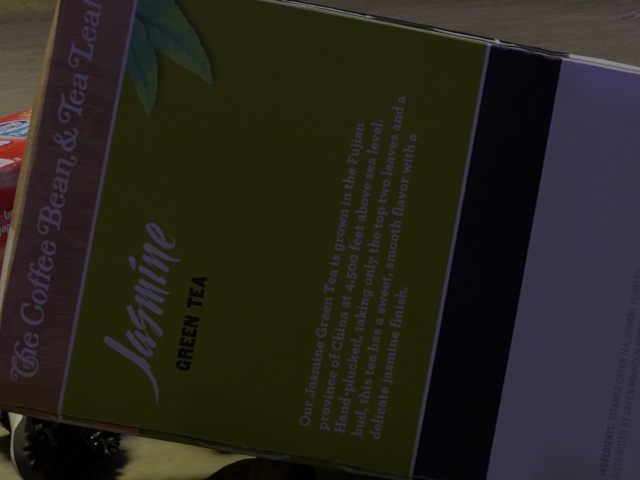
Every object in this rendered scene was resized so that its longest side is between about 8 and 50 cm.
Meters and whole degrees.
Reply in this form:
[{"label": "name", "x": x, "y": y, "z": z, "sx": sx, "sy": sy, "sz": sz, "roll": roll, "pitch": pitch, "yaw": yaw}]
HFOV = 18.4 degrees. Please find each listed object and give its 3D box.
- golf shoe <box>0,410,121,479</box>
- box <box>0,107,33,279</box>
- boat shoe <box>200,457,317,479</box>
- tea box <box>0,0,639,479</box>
[{"label": "golf shoe", "x": -0.180, "y": 0.109, "z": 1.267, "sx": 0.094, "sy": 0.077, "sz": 0.198, "roll": -32, "pitch": 22, "yaw": 17}, {"label": "box", "x": -0.248, "y": -0.031, "z": 1.658, "sx": 0.128, "sy": 0.123, "sz": 0.257, "roll": 6, "pitch": 17, "yaw": 27}, {"label": "boat shoe", "x": -0.056, "y": 0.172, "z": 0.955, "sx": 0.089, "sy": 0.104, "sz": 0.285, "roll": -8, "pitch": 3, "yaw": 9}, {"label": "tea box", "x": 0.000, "y": 0.000, "z": 1.072, "sx": 0.323, "sy": 0.220, "sz": 0.329, "roll": 11, "pitch": -1, "yaw": -5}]
